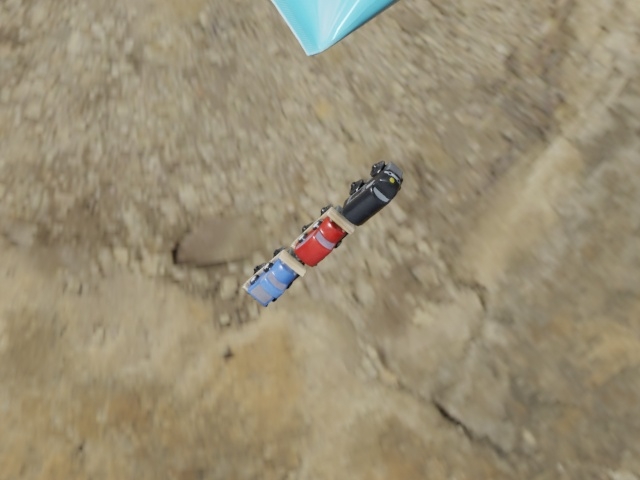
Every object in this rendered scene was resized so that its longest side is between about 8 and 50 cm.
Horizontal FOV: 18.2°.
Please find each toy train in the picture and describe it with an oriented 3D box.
[{"bbox_3d":[0.000,0.000,1.396,0.027,0.036,0.158,40,123,-15],"label":"toy train"}]

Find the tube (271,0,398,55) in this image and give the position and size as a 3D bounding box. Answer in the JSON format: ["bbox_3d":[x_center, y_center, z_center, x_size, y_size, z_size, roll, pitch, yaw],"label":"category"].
[{"bbox_3d":[0.066,-0.146,0.736,0.207,0.080,0.052,-33,133,1],"label":"tube"}]
